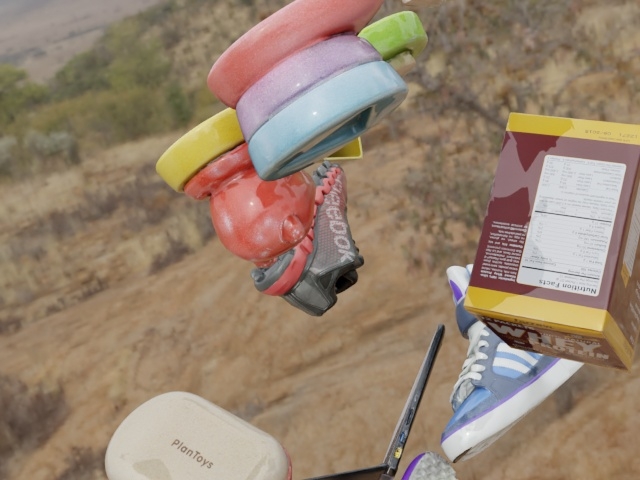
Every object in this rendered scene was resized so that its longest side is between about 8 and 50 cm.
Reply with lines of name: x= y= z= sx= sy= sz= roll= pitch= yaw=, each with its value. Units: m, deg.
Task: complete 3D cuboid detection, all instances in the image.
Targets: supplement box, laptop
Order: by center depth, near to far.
supplement box: x=0.245 y=0.007 z=1.008 sx=0.129 sy=0.194 sz=0.191 roll=10 pitch=-13 yaw=27
laptop: x=-0.001 y=0.347 z=1.650 sx=0.236 sy=0.382 sz=0.408 roll=21 pitch=55 yaw=6

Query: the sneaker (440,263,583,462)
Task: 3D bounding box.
sneaker: x=0.231 y=0.155 z=1.519 sx=0.322 sy=0.236 sz=0.130 roll=-29 pitch=-19 yaw=-34

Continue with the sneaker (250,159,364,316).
sneaker: x=0.000 y=0.000 z=1.447 sx=0.097 sy=0.135 sz=0.276 roll=-38 pitch=21 yaw=37

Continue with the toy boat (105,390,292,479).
toy boat: x=-0.140 y=0.284 z=1.222 sx=0.231 sy=0.151 sz=0.151 roll=24 pitch=56 yaw=29

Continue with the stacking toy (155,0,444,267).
stacking toy: x=0.026 y=-0.105 z=0.881 sx=0.279 sy=0.130 sz=0.309 roll=-30 pitch=-5 yaw=-23

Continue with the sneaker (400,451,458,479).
sneaker: x=0.104 y=0.447 z=1.503 sx=0.146 sy=0.102 sz=0.293 roll=-15 pitch=51 yaw=52

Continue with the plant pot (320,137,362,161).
plant pot: x=0.004 y=-0.155 z=1.593 sx=0.081 sy=0.082 sz=0.083 roll=-6 pitch=-6 yaw=-40
